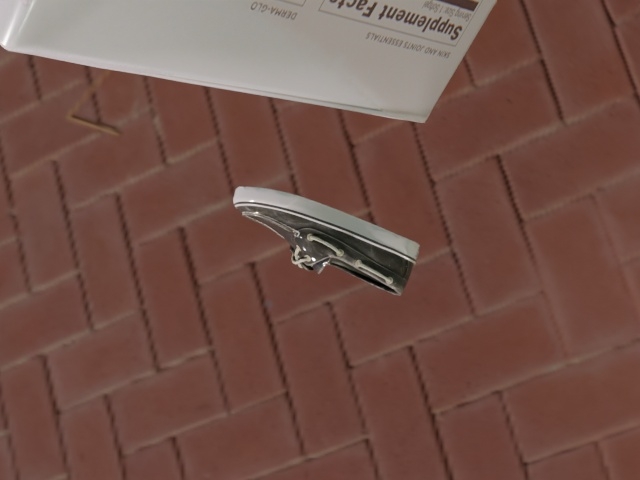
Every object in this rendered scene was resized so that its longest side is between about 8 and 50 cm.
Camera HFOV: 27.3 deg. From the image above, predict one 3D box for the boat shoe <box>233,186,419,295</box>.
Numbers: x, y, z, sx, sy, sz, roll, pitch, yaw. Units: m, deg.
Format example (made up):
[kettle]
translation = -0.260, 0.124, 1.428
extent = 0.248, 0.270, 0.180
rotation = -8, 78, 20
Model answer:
[boat shoe]
translation = 0.000, 0.000, 1.480
extent = 0.219, 0.078, 0.070
rotation = 20, 81, 1

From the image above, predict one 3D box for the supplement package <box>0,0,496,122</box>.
[supplement package]
translation = -0.021, -0.204, 0.396
extent = 0.199, 0.198, 0.262
rotation = 41, 112, 30
